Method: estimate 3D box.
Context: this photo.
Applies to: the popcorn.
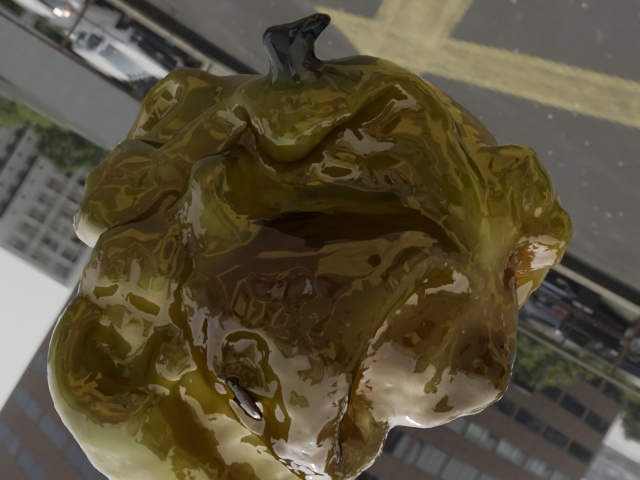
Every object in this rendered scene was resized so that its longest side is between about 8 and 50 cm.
[{"bbox_3d":[0.000,0.000,0.584,0.297,0.281,0.316,-6,-145,5],"label":"popcorn"}]
